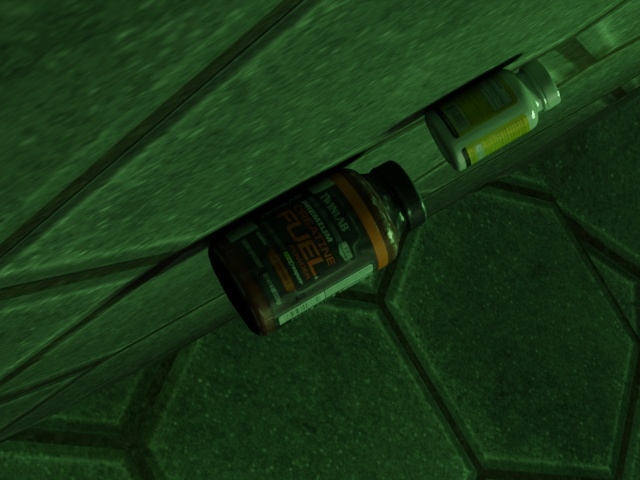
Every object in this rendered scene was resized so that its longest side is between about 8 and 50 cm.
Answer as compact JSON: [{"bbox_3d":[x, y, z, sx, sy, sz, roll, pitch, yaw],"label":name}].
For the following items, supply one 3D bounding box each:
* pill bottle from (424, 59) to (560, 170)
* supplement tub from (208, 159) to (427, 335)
[{"bbox_3d":[0.161,-0.119,1.398,0.116,0.065,0.065,-30,176,-2],"label":"pill bottle"},{"bbox_3d":[0.000,0.000,1.425,0.198,0.106,0.106,-31,177,-11],"label":"supplement tub"}]
